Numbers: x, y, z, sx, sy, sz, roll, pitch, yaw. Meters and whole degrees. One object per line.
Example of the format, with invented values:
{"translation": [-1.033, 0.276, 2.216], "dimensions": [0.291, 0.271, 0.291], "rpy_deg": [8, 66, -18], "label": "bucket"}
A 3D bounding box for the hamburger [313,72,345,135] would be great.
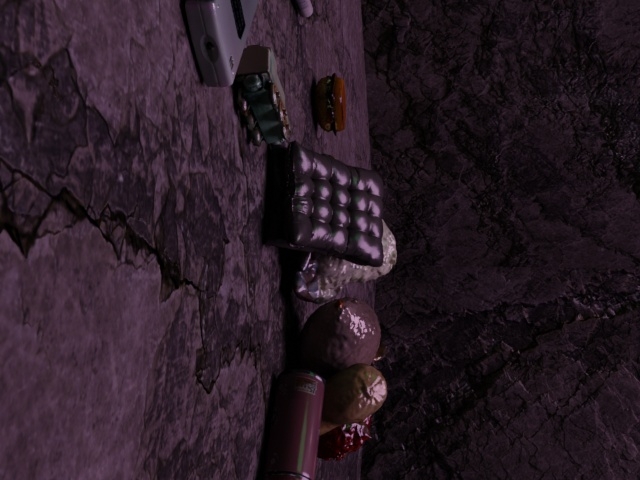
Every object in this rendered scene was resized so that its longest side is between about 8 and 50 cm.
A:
{"translation": [0.027, -0.391, 2.100], "dimensions": [0.166, 0.087, 0.137], "rpy_deg": [83, 10, -46], "label": "hamburger"}

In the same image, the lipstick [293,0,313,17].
{"translation": [-0.047, -0.581, 1.756], "dimensions": [0.141, 0.040, 0.040], "rpy_deg": [36, 55, -79], "label": "lipstick"}

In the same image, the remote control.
{"translation": [-0.138, -0.393, 1.133], "dimensions": [0.145, 0.050, 0.344], "rpy_deg": [81, 12, -46], "label": "remote control"}

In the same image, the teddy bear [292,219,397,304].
{"translation": [0.000, 0.000, 1.851], "dimensions": [0.375, 0.362, 0.327], "rpy_deg": [42, -57, 46], "label": "teddy bear"}

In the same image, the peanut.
{"translation": [0.032, 0.372, 1.680], "dimensions": [0.122, 0.253, 0.137], "rpy_deg": [63, 16, -2], "label": "peanut"}

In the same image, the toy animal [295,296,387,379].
{"translation": [0.047, 0.252, 1.809], "dimensions": [0.226, 0.188, 0.358], "rpy_deg": [-42, 157, -35], "label": "toy animal"}

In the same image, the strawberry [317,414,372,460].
{"translation": [0.041, 0.525, 2.042], "dimensions": [0.187, 0.184, 0.201], "rpy_deg": [-83, -160, -60], "label": "strawberry"}

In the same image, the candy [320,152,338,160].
{"translation": [0.010, -0.130, 2.125], "dimensions": [0.073, 0.077, 0.262], "rpy_deg": [-72, 169, -55], "label": "candy"}

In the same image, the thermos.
{"translation": [-0.069, 0.441, 1.518], "dimensions": [0.109, 0.136, 0.330], "rpy_deg": [41, 40, -33], "label": "thermos"}

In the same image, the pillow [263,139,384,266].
{"translation": [0.018, -0.069, 1.588], "dimensions": [0.326, 0.101, 0.228], "rpy_deg": [16, 71, -46], "label": "pillow"}

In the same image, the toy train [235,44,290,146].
{"translation": [-0.099, -0.255, 1.320], "dimensions": [0.194, 0.081, 0.125], "rpy_deg": [68, 19, -65], "label": "toy train"}
